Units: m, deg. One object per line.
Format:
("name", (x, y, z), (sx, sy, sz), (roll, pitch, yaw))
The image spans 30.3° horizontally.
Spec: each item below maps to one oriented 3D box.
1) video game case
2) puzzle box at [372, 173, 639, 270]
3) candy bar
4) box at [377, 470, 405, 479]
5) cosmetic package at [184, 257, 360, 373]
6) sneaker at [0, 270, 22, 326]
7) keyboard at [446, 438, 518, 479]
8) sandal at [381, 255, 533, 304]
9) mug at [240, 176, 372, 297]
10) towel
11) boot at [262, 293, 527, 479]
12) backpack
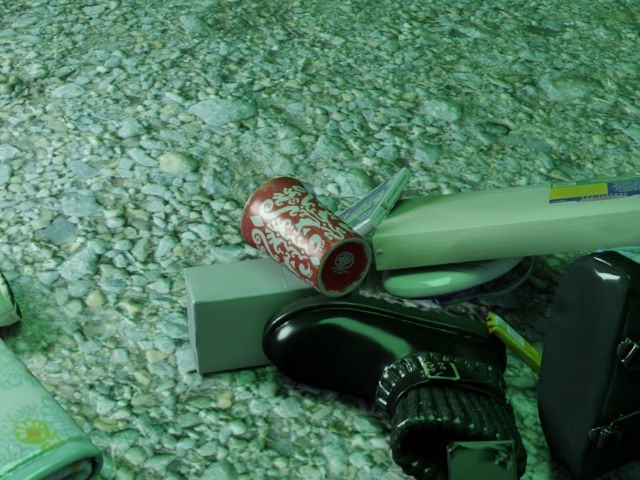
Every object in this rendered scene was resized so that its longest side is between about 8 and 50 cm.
("video game case", (0.045, -0.024, 1.829), (0.022, 0.190, 0.173), (48, 37, -9))
("puzzle box", (0.295, -0.031, 1.701), (0.409, 0.052, 0.272), (-6, 11, 13))
("candy bar", (0.279, 0.154, 1.587), (0.161, 0.018, 0.040), (41, 25, -20))
("box", (0.129, 0.391, 1.192), (0.300, 0.142, 0.154), (29, 43, 36))
("cosmetic package", (-0.068, 0.098, 1.659), (0.238, 0.127, 0.107), (-4, 31, -11))
("sneaker", (-0.548, 0.052, 1.742), (0.118, 0.107, 0.279), (-28, 40, -24))
("keyboard", (0.203, 0.316, 1.341), (0.108, 0.023, 0.180), (-3, 68, 4))
("sandal", (0.242, 0.043, 1.770), (0.169, 0.102, 0.416), (0, 14, 35))
("mug", (-0.002, -0.008, 1.610), (0.150, 0.113, 0.169), (-20, 38, -29))
("towel", (-0.498, 0.248, 1.399), (0.375, 0.090, 0.320), (-25, 52, -35))
("boot", (0.085, 0.195, 1.506), (0.348, 0.131, 0.260), (4, 33, 4))
("backpack", (0.452, 0.130, 1.496), (0.356, 0.290, 0.273), (-1, 23, -17))
